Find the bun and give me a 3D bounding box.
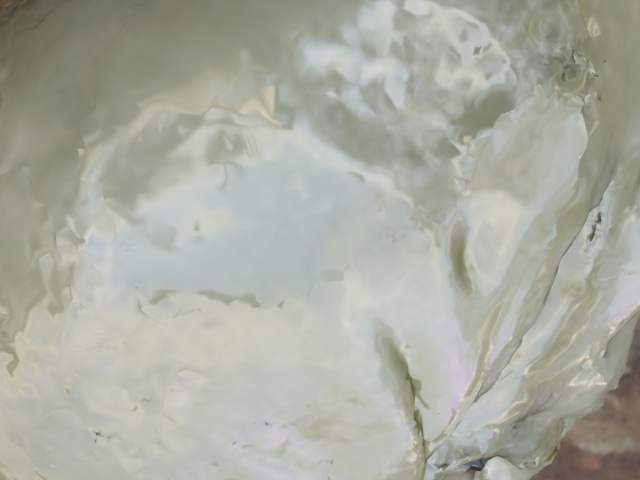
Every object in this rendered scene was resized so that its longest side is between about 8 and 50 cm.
[{"bbox_3d":[0.000,0.000,0.592,0.362,0.234,0.326,-33,162,22],"label":"bun"}]
